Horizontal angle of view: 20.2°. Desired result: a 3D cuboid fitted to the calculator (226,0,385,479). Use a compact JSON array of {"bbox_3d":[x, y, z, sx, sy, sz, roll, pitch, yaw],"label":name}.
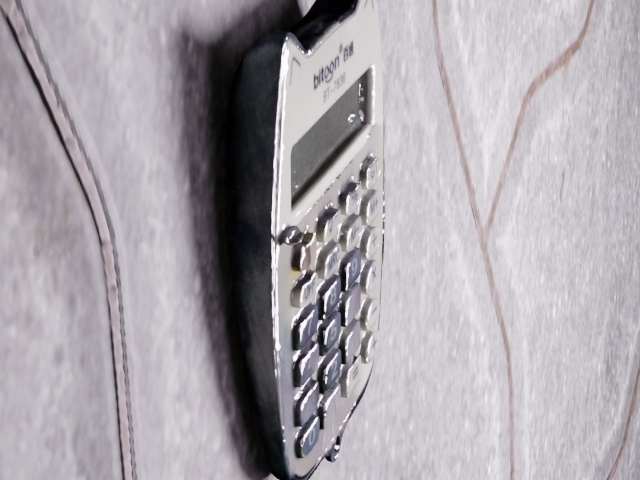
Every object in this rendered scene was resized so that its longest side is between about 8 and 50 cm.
[{"bbox_3d":[0.000,0.000,0.939,0.177,0.040,0.268,-48,138,-59],"label":"calculator"}]
